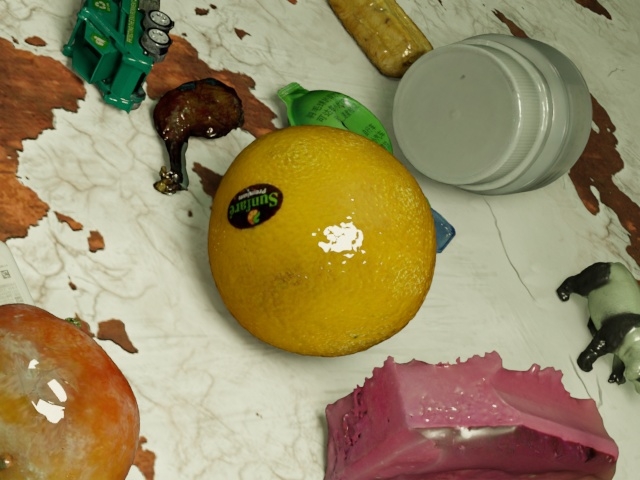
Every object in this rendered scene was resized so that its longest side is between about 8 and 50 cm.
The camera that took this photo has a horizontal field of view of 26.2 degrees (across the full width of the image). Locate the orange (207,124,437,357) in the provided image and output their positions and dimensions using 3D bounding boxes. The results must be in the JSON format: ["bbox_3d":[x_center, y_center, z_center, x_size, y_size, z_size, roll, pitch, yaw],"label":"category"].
[{"bbox_3d":[0.000,0.000,1.580,0.274,0.274,0.274,30,36,-24],"label":"orange"}]

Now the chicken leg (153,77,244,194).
[{"bbox_3d":[-0.165,-0.143,1.745,0.106,0.051,0.253,46,35,-11],"label":"chicken leg"}]

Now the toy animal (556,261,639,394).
[{"bbox_3d":[0.448,0.134,2.077,0.093,0.121,0.225,23,40,-32],"label":"toy animal"}]

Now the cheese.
[{"bbox_3d":[0.064,-0.105,1.932,0.320,0.083,0.204,46,30,1],"label":"cheese"}]

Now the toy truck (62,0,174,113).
[{"bbox_3d":[-0.256,-0.268,1.726,0.116,0.110,0.216,18,41,-20],"label":"toy truck"}]

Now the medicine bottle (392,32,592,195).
[{"bbox_3d":[0.258,-0.189,2.067,0.245,0.245,0.306,54,24,12],"label":"medicine bottle"}]

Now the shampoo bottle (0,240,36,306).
[{"bbox_3d":[-0.304,0.106,1.292,0.108,0.051,0.221,-17,74,-38],"label":"shampoo bottle"}]

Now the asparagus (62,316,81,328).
[{"bbox_3d":[-0.289,0.087,1.376,0.127,0.018,0.015,0,80,-49],"label":"asparagus"}]

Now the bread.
[{"bbox_3d":[0.093,-0.358,2.245,0.211,0.083,0.114,56,28,15],"label":"bread"}]

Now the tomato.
[{"bbox_3d":[-0.251,0.149,1.180,0.214,0.155,0.181,43,53,-2],"label":"tomato"}]

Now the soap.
[{"bbox_3d":[0.179,0.232,1.579,0.324,0.220,0.127,18,50,-38],"label":"soap"}]
